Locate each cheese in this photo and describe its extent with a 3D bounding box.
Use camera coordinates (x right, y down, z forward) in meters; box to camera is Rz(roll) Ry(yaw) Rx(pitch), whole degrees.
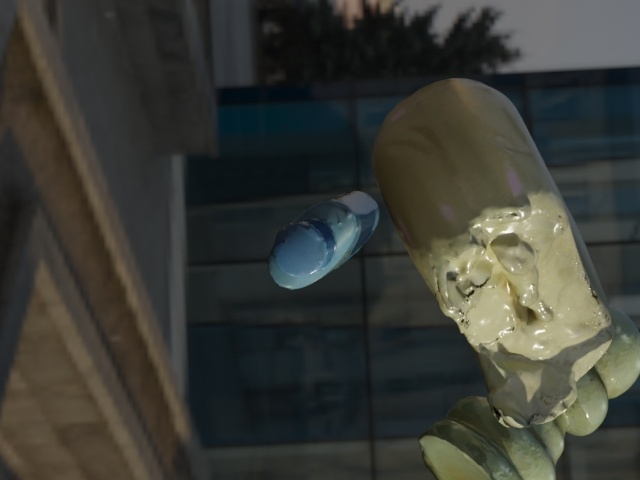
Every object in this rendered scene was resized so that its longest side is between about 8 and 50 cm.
[{"bbox_3d":[0.138,0.006,1.181,0.266,0.127,0.233,53,15,-46],"label":"cheese"}]

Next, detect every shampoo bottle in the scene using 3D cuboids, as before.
[{"bbox_3d":[0.000,0.000,1.513,0.061,0.104,0.258,46,10,3],"label":"shampoo bottle"}]

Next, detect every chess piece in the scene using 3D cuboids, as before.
[{"bbox_3d":[0.223,0.160,1.505,0.133,0.243,0.133,40,-22,20],"label":"chess piece"}]
